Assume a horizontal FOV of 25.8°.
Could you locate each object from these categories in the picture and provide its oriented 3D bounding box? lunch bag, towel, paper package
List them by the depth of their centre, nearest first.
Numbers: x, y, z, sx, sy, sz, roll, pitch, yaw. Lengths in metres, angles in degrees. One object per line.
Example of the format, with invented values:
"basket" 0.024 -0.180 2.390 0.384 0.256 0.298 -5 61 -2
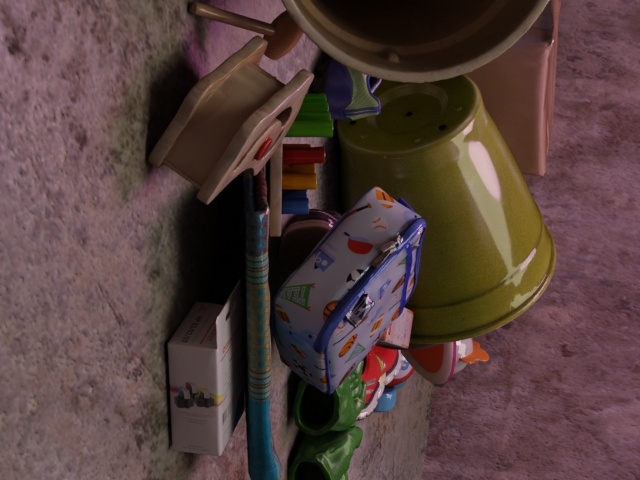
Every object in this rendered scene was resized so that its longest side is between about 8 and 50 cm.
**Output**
"towel" -0.074 0.080 1.692 0.271 0.040 0.370 -101 -169 -64
"lunch bag" 0.046 0.067 1.893 0.243 0.115 0.303 -47 165 -19
"paper package" 0.248 -0.282 2.443 0.310 0.324 0.168 83 18 -45

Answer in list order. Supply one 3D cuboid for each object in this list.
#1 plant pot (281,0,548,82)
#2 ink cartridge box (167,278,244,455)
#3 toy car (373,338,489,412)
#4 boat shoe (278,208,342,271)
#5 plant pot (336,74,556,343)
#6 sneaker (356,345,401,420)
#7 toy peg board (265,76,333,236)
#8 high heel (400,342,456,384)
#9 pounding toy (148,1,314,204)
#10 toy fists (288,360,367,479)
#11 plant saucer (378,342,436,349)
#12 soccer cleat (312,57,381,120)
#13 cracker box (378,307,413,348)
"plant pot" 0.081 -0.376 1.609 0.305 0.333 0.334 -119 -150 -70
"ink cartridge box" -0.130 0.142 1.602 0.104 0.061 0.181 -62 156 -61
"toy car" 0.210 0.214 2.737 0.210 0.237 0.219 -52 147 -66
"boat shoe" 0.000 0.000 2.035 0.285 0.102 0.092 58 31 -69
"plant pot" 0.180 -0.083 2.315 0.366 0.366 0.353 -70 150 -45
"sneaker" 0.076 0.206 2.465 0.279 0.107 0.118 -65 149 -60
"toy peg board" -0.029 -0.109 1.771 0.161 0.079 0.161 -99 -171 -66
"high heel" 0.197 0.082 2.651 0.181 0.127 0.377 -9 85 -68
"pounding toy" -0.112 -0.152 1.512 0.154 0.155 0.269 -57 175 37
"toy fists" 0.016 0.292 2.229 0.142 0.096 0.279 -59 156 -59
"plant saucer" 0.173 0.080 2.441 0.278 0.277 0.041 -70 150 -45
"soccer cleat" 0.073 -0.291 2.125 0.093 0.121 0.289 81 20 -50
"cracker box" 0.050 0.122 2.169 0.232 0.155 0.067 28 70 -77
